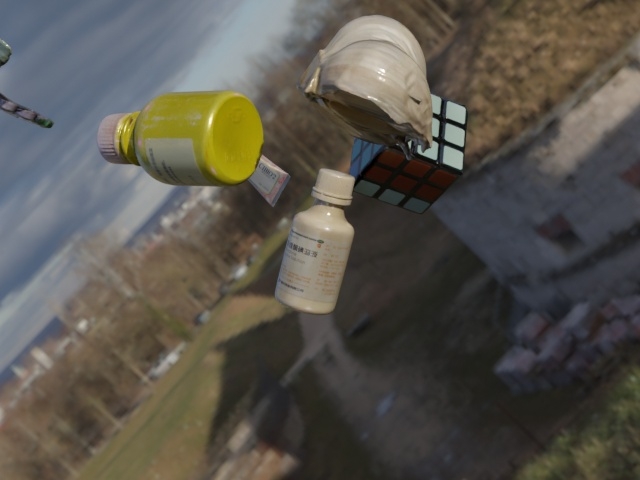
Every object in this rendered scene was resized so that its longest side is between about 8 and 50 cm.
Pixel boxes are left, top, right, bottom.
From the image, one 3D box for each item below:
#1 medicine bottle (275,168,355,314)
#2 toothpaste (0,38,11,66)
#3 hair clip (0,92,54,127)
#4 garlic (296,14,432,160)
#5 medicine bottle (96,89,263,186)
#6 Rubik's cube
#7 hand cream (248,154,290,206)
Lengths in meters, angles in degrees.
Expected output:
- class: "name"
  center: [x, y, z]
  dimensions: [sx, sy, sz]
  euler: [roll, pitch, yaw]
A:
- class: "medicine bottle"
  center: [0.000, 0.000, 2.235]
  dimensions: [0.114, 0.114, 0.252]
  euler: [-85, 10, -80]
- class: "toothpaste"
  center: [-0.366, -0.155, 1.246]
  dimensions: [0.216, 0.062, 0.037]
  euler: [-35, 17, 47]
- class: "hair clip"
  center: [-0.516, -0.232, 2.068]
  dimensions: [0.124, 0.195, 0.052]
  euler: [26, 88, 38]
- class: "garlic"
  center: [0.072, -0.199, 1.576]
  dimensions: [0.142, 0.178, 0.229]
  euler: [-65, 11, -10]
- class: "medicine bottle"
  center: [-0.189, -0.131, 1.628]
  dimensions: [0.213, 0.121, 0.122]
  euler: [3, 39, 34]
- class: "Rubik's cube"
  center: [0.159, -0.166, 2.277]
  dimensions: [0.160, 0.163, 0.162]
  euler: [132, 151, -52]
- class: "hand cream"
  center: [-0.135, -0.146, 2.351]
  dimensions: [0.043, 0.210, 0.067]
  euler: [10, -64, -52]
